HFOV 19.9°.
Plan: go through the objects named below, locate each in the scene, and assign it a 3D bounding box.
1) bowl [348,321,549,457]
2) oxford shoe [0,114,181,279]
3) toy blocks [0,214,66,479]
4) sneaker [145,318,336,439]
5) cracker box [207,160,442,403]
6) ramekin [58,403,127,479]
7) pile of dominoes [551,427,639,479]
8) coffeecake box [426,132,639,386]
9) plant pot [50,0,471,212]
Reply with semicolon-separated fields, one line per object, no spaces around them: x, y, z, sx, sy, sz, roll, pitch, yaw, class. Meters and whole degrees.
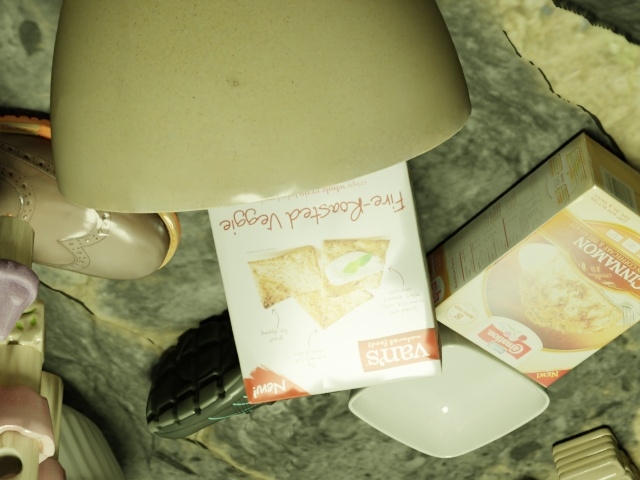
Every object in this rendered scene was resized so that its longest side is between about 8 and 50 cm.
0.110;0.123;1.580;0.142;0.053;0.142;32;130;-32;bowl
-0.279;-0.025;1.379;0.364;0.132;0.130;18;129;-18;oxford shoe
-0.330;0.149;1.296;0.289;0.260;0.309;2;145;-4;toy blocks
-0.032;0.106;1.536;0.267;0.101;0.106;-31;129;24;sneaker
0.000;0.000;1.400;0.156;0.067;0.232;-10;107;6;cracker box
-0.289;0.243;1.581;0.273;0.127;0.273;-17;153;-9;ramekin
0.307;0.258;1.751;0.196;0.040;0.251;-23;138;17;pile of dominoes
0.199;0.020;1.487;0.142;0.068;0.185;31;125;-29;coffeecake box
-0.056;-0.153;1.207;0.284;0.284;0.191;-10;107;6;plant pot
